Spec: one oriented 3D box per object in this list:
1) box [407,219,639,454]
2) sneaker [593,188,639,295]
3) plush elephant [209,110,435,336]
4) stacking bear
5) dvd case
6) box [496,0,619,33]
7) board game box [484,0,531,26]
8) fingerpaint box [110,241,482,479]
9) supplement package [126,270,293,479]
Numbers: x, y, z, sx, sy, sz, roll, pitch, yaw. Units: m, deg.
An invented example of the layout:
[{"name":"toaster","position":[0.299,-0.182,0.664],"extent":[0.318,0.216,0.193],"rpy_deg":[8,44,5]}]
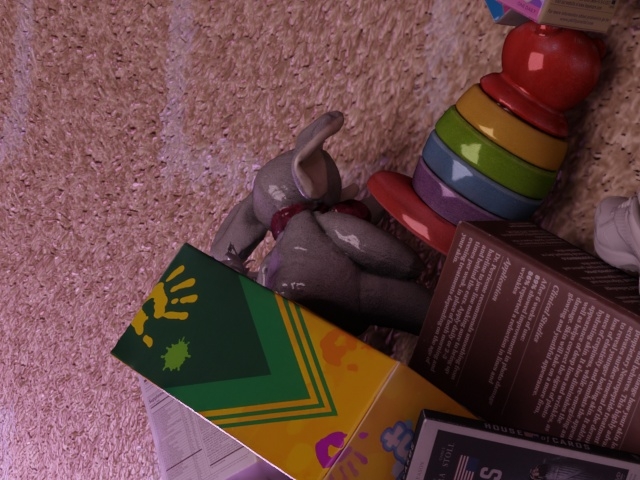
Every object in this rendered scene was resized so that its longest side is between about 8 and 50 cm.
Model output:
[{"name":"box","position":[0.292,0.135,1.739],"extent":[0.381,0.143,0.191],"rpy_deg":[32,112,38]},{"name":"sneaker","position":[0.349,-0.018,1.731],"extent":[0.232,0.090,0.115],"rpy_deg":[-124,25,-66]},{"name":"plush elephant","position":[0.000,0.000,2.063],"extent":[0.272,0.330,0.255],"rpy_deg":[-34,43,44]},{"name":"stacking bear","position":[0.213,-0.125,1.895],"extent":[0.289,0.175,0.164],"rpy_deg":[-58,33,17]},{"name":"dvd case","position":[0.191,0.271,1.620],"extent":[0.029,0.239,0.179],"rpy_deg":[-99,22,-71]},{"name":"box","position":[0.238,-0.374,1.758],"extent":[0.213,0.117,0.243],"rpy_deg":[38,116,42]},{"name":"board game box","position":[0.283,-0.416,1.867],"extent":[0.303,0.097,0.224],"rpy_deg":[-43,58,40]},{"name":"fingerpaint box","position":[0.047,0.215,1.842],"extent":[0.371,0.445,0.163],"rpy_deg":[27,81,46]},{"name":"supplement package","position":[-0.099,0.198,2.202],"extent":[0.198,0.199,0.262],"rpy_deg":[-35,63,42]}]
